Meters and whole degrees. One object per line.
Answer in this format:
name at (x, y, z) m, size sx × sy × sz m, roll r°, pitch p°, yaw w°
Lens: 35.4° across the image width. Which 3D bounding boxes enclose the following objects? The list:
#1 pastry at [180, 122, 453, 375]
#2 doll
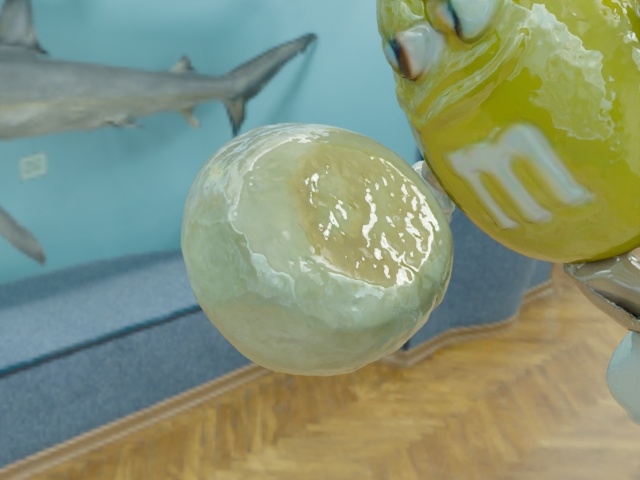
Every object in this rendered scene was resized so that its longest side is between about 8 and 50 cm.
pastry at (0.000, 0.000, 0.565) m, size 0.156 × 0.092 × 0.156 m, roll 20°, pitch 50°, yaw -26°
doll at (0.176, -0.050, 0.716) m, size 0.423 × 0.348 × 0.161 m, roll 36°, pitch 47°, yaw 25°
